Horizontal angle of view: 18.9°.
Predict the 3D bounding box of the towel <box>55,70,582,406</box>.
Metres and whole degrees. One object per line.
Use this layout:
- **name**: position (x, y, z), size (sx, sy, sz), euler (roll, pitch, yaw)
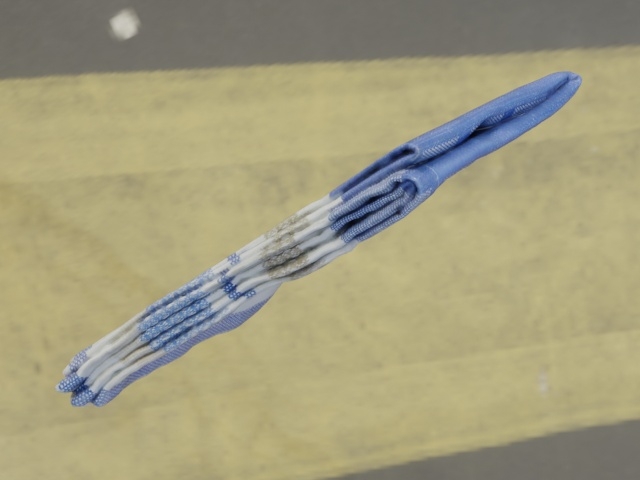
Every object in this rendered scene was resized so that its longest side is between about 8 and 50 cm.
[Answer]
- **towel**: position (0.000, 0.000, 1.080), size (0.034, 0.285, 0.209), euler (59, 35, 1)
